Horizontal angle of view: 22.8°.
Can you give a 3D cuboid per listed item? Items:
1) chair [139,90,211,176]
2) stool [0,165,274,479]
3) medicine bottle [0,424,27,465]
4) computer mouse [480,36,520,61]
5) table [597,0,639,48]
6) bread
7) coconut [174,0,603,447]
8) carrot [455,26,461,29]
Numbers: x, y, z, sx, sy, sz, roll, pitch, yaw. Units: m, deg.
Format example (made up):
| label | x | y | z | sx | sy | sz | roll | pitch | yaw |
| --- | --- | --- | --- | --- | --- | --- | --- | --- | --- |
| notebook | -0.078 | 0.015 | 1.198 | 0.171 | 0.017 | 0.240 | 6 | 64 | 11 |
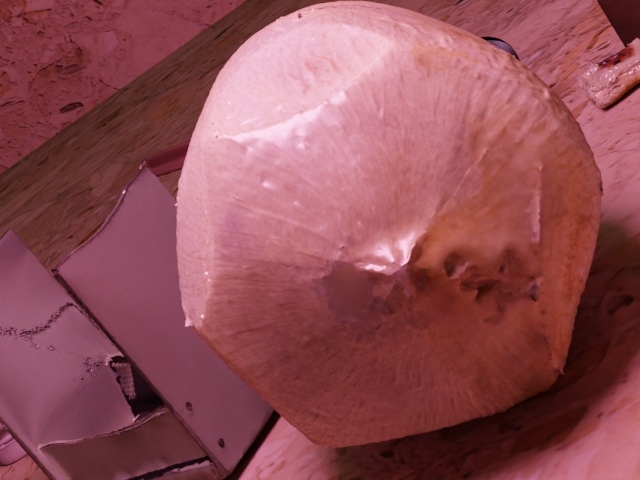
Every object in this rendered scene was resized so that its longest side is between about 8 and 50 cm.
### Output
| label | x | y | z | sx | sy | sz | roll | pitch | yaw |
| --- | --- | --- | --- | --- | --- | --- | --- | --- | --- |
| chair | -0.039 | -0.100 | 1.906 | 0.326 | 0.183 | 0.175 | -15 | 29 | 53 |
| stool | -0.201 | 0.106 | 1.557 | 0.244 | 0.269 | 0.170 | -22 | 24 | 43 |
| medicine bottle | -0.418 | 0.179 | 1.941 | 0.103 | 0.186 | 0.103 | -35 | 18 | 13 |
| computer mouse | 0.139 | -0.116 | 1.687 | 0.233 | 0.137 | 0.096 | -39 | 46 | -16 |
| table | 0.364 | -0.259 | 1.699 | 0.082 | 0.070 | 0.083 | -43 | 17 | -27 |
| bread | 0.310 | -0.174 | 1.645 | 0.083 | 0.035 | 0.070 | -32 | 19 | 9 |
| coconut | 0.048 | -0.008 | 1.251 | 0.346 | 0.346 | 0.360 | -34 | 16 | 12 |
| carrot | 0.141 | -0.202 | 1.831 | 0.078 | 0.078 | 0.298 | -41 | -4 | -9 |
